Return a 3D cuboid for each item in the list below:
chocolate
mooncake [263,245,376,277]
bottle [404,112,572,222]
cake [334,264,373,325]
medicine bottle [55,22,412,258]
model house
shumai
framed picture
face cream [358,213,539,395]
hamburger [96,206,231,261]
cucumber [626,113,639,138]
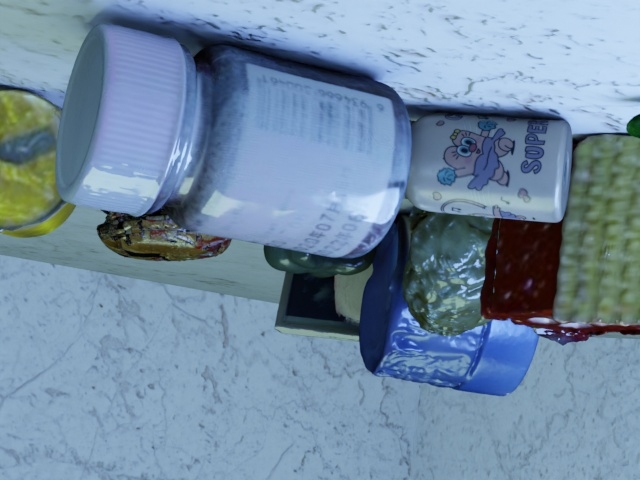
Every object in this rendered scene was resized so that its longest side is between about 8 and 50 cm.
[{"bbox_3d":[-0.369,-0.067,1.537,0.162,0.162,0.445,8,174,-9],"label":"chocolate"},{"bbox_3d":[0.000,0.000,1.926,0.175,0.104,0.168,5,167,-10],"label":"mooncake"},{"bbox_3d":[0.130,-0.078,1.213,0.209,0.097,0.110,6,135,15],"label":"bottle"},{"bbox_3d":[0.141,0.019,2.138,0.158,0.160,0.262,5,-153,34],"label":"cake"},{"bbox_3d":[-0.074,-0.082,1.084,0.273,0.165,0.165,10,172,-22],"label":"medicine bottle"},{"bbox_3d":[0.295,0.002,1.272,0.160,0.196,0.254,13,171,-24],"label":"model house"},{"bbox_3d":[0.237,0.037,1.636,0.218,0.189,0.256,5,178,31],"label":"shumai"},{"bbox_3d":[0.035,0.086,2.206,0.208,0.019,0.281,6,-148,0],"label":"framed picture"},{"bbox_3d":[0.187,0.095,1.896,0.225,0.249,0.249,11,172,-9],"label":"face cream"},{"bbox_3d":[-0.227,-0.023,1.917,0.231,0.107,0.231,7,174,1],"label":"hamburger"},{"bbox_3d":[0.337,-0.103,1.042,0.184,0.033,0.036,-1,149,38],"label":"cucumber"}]
